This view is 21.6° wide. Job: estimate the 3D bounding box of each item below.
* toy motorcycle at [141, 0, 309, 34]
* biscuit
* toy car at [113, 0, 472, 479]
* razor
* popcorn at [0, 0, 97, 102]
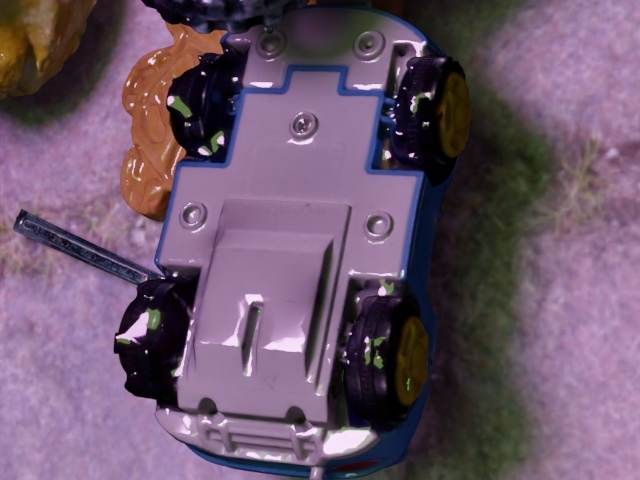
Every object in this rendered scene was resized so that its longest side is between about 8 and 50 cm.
[{"bbox_3d":[0.048,-0.271,1.079,0.410,0.168,0.237,-23,55,-14],"label":"toy motorcycle"},{"bbox_3d":[-0.052,-0.138,1.213,0.202,0.044,0.288,33,92,30],"label":"biscuit"},{"bbox_3d":[0.000,0.000,1.077,0.198,0.166,0.314,2,70,22],"label":"toy car"},{"bbox_3d":[-0.156,0.013,1.235,0.190,0.033,0.066,22,88,31],"label":"razor"},{"bbox_3d":[-0.260,-0.194,1.244,0.198,0.212,0.198,-1,83,10],"label":"popcorn"}]
